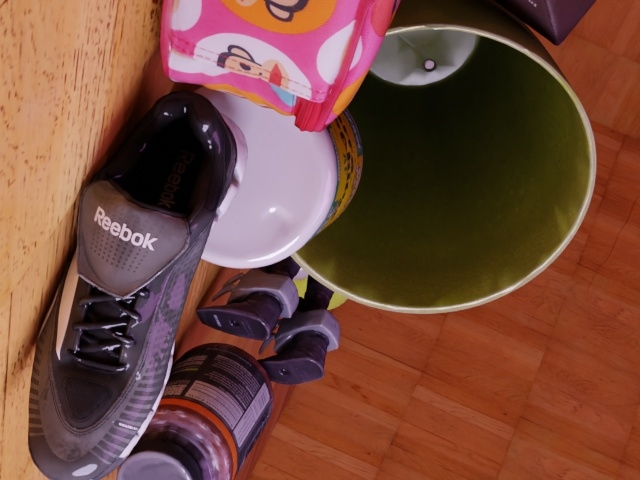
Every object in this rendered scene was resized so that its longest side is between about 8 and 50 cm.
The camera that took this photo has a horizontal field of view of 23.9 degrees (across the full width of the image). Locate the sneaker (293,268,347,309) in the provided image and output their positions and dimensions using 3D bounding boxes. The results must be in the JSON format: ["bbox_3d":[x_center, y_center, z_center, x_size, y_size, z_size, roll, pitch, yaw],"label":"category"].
[{"bbox_3d":[-0.021,-0.027,1.652,0.240,0.091,0.126,84,-6,-55],"label":"sneaker"}]

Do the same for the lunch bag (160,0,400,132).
[{"bbox_3d":[0.018,-0.226,0.777,0.293,0.120,0.258,110,2,-55],"label":"lunch bag"}]

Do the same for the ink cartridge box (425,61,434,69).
[{"bbox_3d":[0.128,-0.228,1.717,0.135,0.056,0.099,117,-15,-57],"label":"ink cartridge box"}]

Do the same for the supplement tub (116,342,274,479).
[{"bbox_3d":[-0.114,0.173,1.330,0.198,0.106,0.106,-54,168,-66],"label":"supplement tub"}]

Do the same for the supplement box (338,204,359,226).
[{"bbox_3d":[-0.021,-0.025,1.377,0.036,0.098,0.062,-51,-171,44],"label":"supplement box"}]

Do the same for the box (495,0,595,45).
[{"bbox_3d":[0.163,-0.307,1.076,0.191,0.143,0.381,-50,160,-2],"label":"box"}]

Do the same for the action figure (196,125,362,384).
[{"bbox_3d":[0.000,0.000,1.478,0.185,0.099,0.285,57,47,-30],"label":"action figure"}]

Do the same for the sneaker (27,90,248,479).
[{"bbox_3d":[-0.107,0.017,0.820,0.106,0.078,0.234,86,24,-74],"label":"sneaker"}]

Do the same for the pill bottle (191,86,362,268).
[{"bbox_3d":[-0.034,-0.052,1.003,0.208,0.118,0.117,-39,153,-79],"label":"pill bottle"}]

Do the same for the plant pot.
[{"bbox_3d":[0.088,-0.129,1.353,0.293,0.275,0.274,-90,-162,-57],"label":"plant pot"}]
